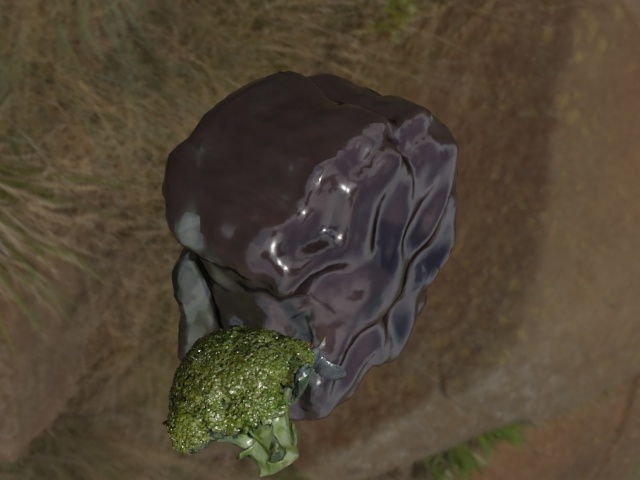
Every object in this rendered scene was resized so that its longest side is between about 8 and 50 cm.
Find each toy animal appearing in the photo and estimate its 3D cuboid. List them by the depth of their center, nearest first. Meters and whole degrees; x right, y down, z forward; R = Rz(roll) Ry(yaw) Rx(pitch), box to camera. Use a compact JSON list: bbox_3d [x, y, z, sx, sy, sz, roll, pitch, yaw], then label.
[{"bbox_3d":[-0.006,0.117,1.237,0.084,0.028,0.050,13,106,-19],"label":"toy animal"}]

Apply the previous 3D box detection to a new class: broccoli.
[{"bbox_3d":[-0.061,0.125,0.954,0.131,0.130,0.120,-29,97,-11],"label":"broccoli"}]

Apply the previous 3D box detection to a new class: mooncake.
[{"bbox_3d":[0.000,0.000,1.328,0.351,0.212,0.381,-51,149,-22],"label":"mooncake"}]
